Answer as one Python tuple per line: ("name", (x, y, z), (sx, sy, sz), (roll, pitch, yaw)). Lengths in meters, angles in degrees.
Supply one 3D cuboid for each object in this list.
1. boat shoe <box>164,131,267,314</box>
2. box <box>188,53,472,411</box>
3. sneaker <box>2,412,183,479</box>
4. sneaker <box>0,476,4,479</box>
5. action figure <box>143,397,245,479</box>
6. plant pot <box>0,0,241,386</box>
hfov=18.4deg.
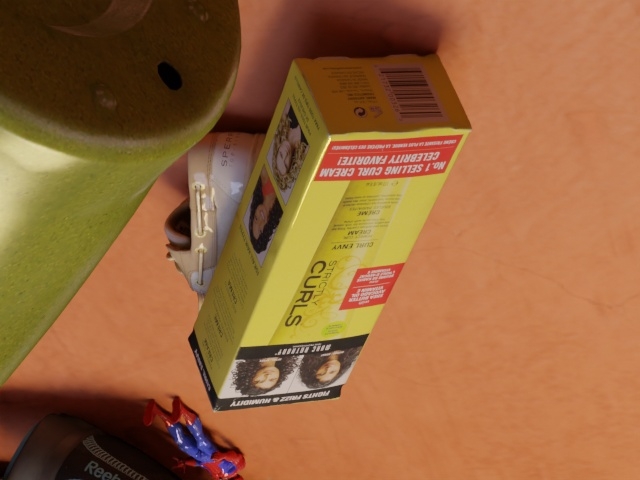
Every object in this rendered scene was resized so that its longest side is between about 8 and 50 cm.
("boat shoe", (-0.061, -0.006, 1.139), (0.059, 0.063, 0.170), (13, 139, -1))
("box", (0.000, 0.000, 1.062), (0.087, 0.058, 0.232), (-3, 141, -25))
("sneaker", (-0.119, 0.263, 1.488), (0.139, 0.125, 0.341), (18, 156, 31))
("sneaker", (-0.223, 0.262, 1.586), (0.092, 0.088, 0.225), (-4, 146, 20))
("action figure", (-0.086, 0.153, 1.429), (0.038, 0.030, 0.115), (-13, 144, 25))
("plant pot", (-0.234, -0.060, 0.873), (0.366, 0.366, 0.353), (32, 130, -31))
